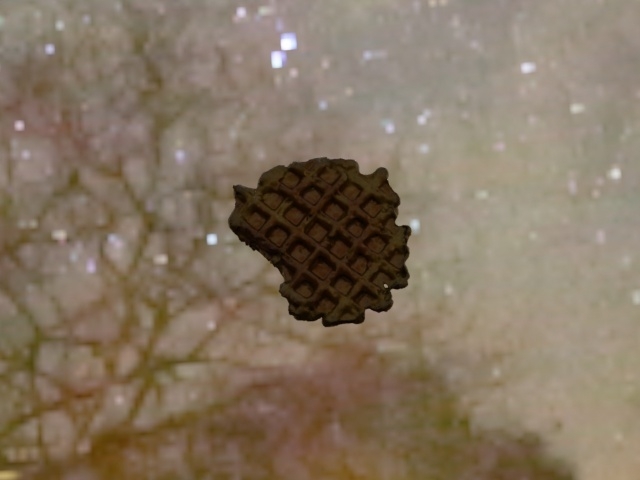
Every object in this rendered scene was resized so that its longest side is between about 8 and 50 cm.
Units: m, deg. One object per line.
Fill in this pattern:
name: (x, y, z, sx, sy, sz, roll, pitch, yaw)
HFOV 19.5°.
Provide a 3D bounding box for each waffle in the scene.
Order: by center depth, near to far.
waffle: (0.002, 0.000, 0.846, 0.078, 0.085, 0.016, -19, -19, -6)
